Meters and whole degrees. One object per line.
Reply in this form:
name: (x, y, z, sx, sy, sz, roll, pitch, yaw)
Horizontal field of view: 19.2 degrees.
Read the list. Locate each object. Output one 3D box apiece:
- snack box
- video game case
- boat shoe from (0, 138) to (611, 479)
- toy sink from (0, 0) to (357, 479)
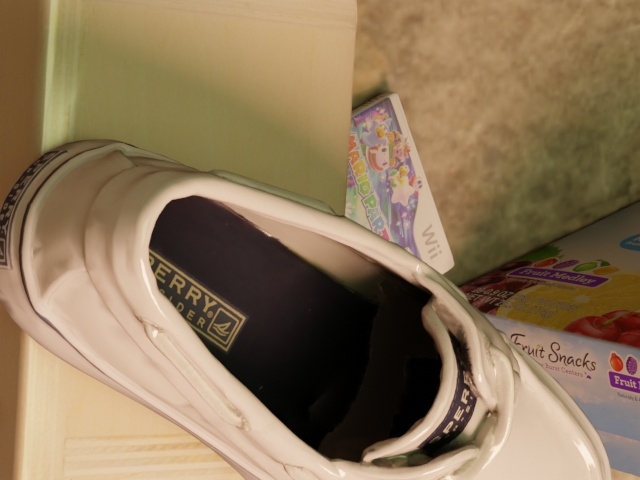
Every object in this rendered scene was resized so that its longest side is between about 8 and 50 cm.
snack box: (0.185, 0.031, 0.852, 0.207, 0.174, 0.070, -22, 110, -34)
video game case: (0.000, 0.000, 0.814, 0.122, 0.011, 0.087, -32, 112, -31)
boat shoe: (0.016, 0.051, 0.597, 0.258, 0.084, 0.095, 27, 78, -36)
toy sink: (-0.082, 0.023, 0.668, 0.131, 0.153, 0.234, 2, 92, -37)
